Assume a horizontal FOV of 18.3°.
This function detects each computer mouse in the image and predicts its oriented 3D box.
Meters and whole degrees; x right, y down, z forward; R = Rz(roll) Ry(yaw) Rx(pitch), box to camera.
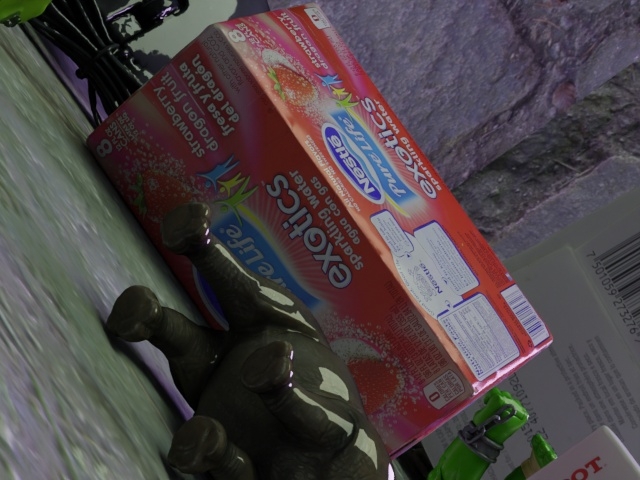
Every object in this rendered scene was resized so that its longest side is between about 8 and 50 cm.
[{"bbox_3d":[-0.094,-0.150,1.350,0.188,0.072,0.272,51,24,-4],"label":"computer mouse"}]

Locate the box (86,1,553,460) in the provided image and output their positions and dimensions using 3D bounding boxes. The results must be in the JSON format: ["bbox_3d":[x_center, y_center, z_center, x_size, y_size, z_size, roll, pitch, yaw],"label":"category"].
[{"bbox_3d":[0.000,0.000,1.159,0.257,0.123,0.128,55,28,6],"label":"box"}]

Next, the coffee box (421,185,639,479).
[{"bbox_3d":[0.307,0.195,1.784,0.334,0.338,0.337,47,16,-55],"label":"coffee box"}]

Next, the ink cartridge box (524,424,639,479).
[{"bbox_3d":[0.182,0.251,1.252,0.219,0.160,0.092,56,2,37],"label":"ink cartridge box"}]

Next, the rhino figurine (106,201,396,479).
[{"bbox_3d":[-0.010,0.090,0.790,0.106,0.073,0.243,49,7,-39],"label":"rhino figurine"}]

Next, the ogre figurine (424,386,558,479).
[{"bbox_3d":[0.135,0.207,1.407,0.197,0.118,0.097,52,5,-44],"label":"ogre figurine"}]

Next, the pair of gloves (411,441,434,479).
[{"bbox_3d":[0.116,0.206,1.946,0.240,0.042,0.204,56,3,41],"label":"pair of gloves"}]

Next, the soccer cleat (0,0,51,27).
[{"bbox_3d":[-0.189,-0.168,1.006,0.072,0.060,0.179,55,5,28],"label":"soccer cleat"}]
